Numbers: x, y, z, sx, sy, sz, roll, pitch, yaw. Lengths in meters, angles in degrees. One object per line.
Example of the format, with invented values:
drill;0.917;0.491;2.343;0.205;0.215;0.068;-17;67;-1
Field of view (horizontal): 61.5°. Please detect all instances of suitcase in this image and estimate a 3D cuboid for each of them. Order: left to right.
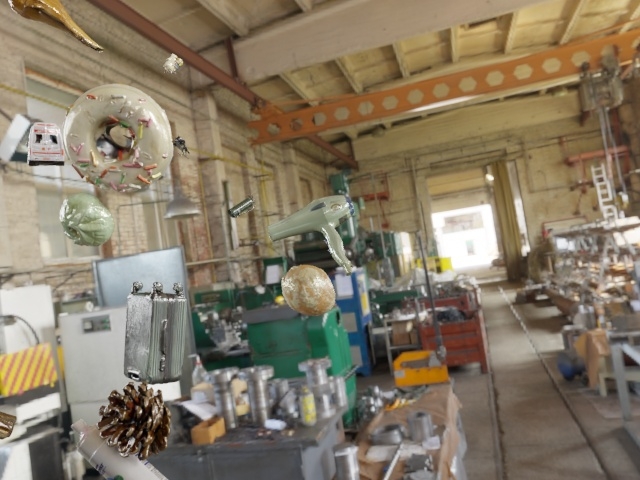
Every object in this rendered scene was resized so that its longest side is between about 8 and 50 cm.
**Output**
suitcase;-0.510;0.284;1.663;0.128;0.312;0.202;7;-8;-42

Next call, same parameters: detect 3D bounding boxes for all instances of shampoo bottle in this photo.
shampoo bottle;-0.501;0.553;1.338;0.092;0.303;0.092;-51;-7;-9

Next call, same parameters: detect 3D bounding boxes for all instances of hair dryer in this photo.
hair dryer;-0.036;-0.014;1.777;0.295;0.298;0.119;-3;-32;9

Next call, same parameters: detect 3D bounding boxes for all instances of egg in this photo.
egg;-0.048;0.208;2.210;0.203;0.245;0.203;-46;15;16

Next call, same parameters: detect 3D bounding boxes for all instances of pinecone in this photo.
pinecone;-0.441;0.429;1.284;0.149;0.179;0.195;-27;-41;-6

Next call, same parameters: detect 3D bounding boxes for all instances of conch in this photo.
conch;-0.786;-0.668;1.576;0.330;0.093;0.109;23;-29;-38

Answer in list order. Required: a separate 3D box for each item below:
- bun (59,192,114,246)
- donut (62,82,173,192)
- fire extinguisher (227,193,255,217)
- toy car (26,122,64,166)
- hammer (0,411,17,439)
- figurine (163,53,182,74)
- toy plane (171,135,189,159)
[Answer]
bun;-0.813;-0.064;1.848;0.195;0.196;0.118;-10;24;27
donut;-0.704;-0.345;1.852;0.382;0.383;0.142;-9;16;-1
fire extinguisher;-0.200;-0.088;1.402;0.083;0.038;0.025;-38;-5;-30
toy car;-0.725;-0.249;1.415;0.089;0.108;0.209;-5;9;-27
hammer;-0.903;0.390;1.254;0.095;0.242;0.409;-32;-45;9
figurine;-0.538;-0.646;1.979;0.050;0.083;0.047;22;-24;-1
toy plane;-0.455;-0.307;1.762;0.031;0.049;0.121;-51;-7;-20
